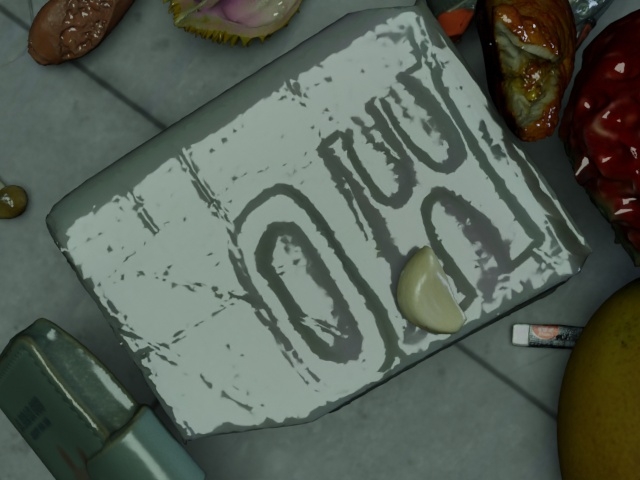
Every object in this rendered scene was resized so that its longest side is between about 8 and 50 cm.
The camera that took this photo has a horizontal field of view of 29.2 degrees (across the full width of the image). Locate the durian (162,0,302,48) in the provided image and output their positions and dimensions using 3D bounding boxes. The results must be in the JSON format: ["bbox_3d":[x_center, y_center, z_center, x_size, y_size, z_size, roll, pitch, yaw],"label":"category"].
[{"bbox_3d":[-0.081,-0.289,1.282,0.165,0.132,0.182,3,84,-8],"label":"durian"}]

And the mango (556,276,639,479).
[{"bbox_3d":[0.373,0.217,1.230,0.264,0.221,0.378,-14,78,4],"label":"mango"}]

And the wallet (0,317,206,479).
[{"bbox_3d":[-0.194,0.236,1.218,0.083,0.252,0.360,-39,90,-32],"label":"wallet"}]

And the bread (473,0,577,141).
[{"bbox_3d":[0.193,-0.177,1.126,0.095,0.269,0.139,-16,110,10],"label":"bread"}]

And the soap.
[{"bbox_3d":[0.000,0.000,1.234,0.435,0.213,0.350,-30,90,0],"label":"soap"}]

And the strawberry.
[{"bbox_3d":[0.407,-0.122,1.161,0.345,0.317,0.295,-29,64,13],"label":"strawberry"}]

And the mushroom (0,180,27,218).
[{"bbox_3d":[-0.449,-0.109,1.321,0.306,0.043,0.068,27,63,2],"label":"mushroom"}]

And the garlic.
[{"bbox_3d":[0.097,0.052,1.110,0.053,0.041,0.083,-34,102,-12],"label":"garlic"}]

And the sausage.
[{"bbox_3d":[-0.200,-0.316,1.294,0.087,0.079,0.326,37,94,41],"label":"sausage"}]

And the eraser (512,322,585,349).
[{"bbox_3d":[0.256,0.104,1.326,0.099,0.019,0.027,4,88,1],"label":"eraser"}]

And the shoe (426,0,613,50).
[{"bbox_3d":[0.266,-0.265,1.290,0.336,0.132,0.171,-7,93,1],"label":"shoe"}]
